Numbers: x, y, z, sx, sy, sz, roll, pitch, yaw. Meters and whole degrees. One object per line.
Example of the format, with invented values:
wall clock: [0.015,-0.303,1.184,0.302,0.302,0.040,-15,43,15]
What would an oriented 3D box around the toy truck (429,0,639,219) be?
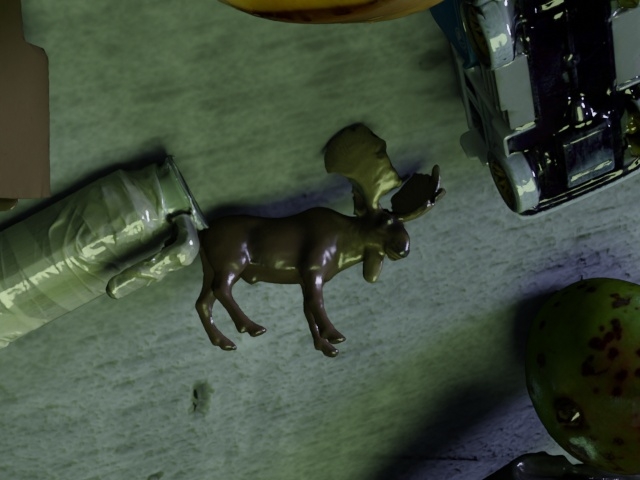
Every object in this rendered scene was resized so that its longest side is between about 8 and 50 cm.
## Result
toy truck: [0.159,-0.190,1.057,0.146,0.175,0.367,-22,136,-5]

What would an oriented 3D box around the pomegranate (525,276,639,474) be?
pomegranate: [0.314,0.122,1.425,0.248,0.202,0.202,-32,144,-37]

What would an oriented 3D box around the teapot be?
teapot: [-0.186,0.014,1.124,0.200,0.107,0.077,-28,134,-1]

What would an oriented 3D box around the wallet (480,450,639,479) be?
wallet: [0.149,0.343,1.548,0.228,0.062,0.406,16,138,-37]

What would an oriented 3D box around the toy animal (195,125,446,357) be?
toy animal: [0.000,0.000,1.205,0.214,0.186,0.094,3,163,-1]

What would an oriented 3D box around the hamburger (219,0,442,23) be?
hamburger: [0.009,-0.269,0.842,0.170,0.302,0.302,-45,161,-54]

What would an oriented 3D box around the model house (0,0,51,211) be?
model house: [-0.323,-0.106,0.941,0.248,0.181,0.176,0,92,7]
